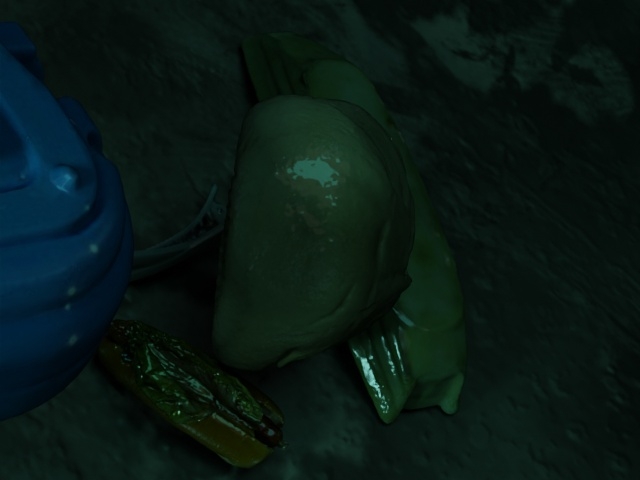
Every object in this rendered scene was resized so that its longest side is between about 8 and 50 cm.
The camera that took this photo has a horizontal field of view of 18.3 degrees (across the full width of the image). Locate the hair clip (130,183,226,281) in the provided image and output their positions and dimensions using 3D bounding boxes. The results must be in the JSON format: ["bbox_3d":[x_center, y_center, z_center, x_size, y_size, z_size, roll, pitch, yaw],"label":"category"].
[{"bbox_3d":[-0.091,-0.002,1.219,0.115,0.030,0.039,-24,54,-41],"label":"hair clip"}]

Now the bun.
[{"bbox_3d":[0.000,0.000,1.154,0.113,0.167,0.173,10,9,1],"label":"bun"}]

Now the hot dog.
[{"bbox_3d":[-0.074,0.085,1.157,0.133,0.041,0.056,34,48,-6],"label":"hot dog"}]

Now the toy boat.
[{"bbox_3d":[0.024,-0.025,1.281,0.093,0.055,0.293,-5,62,-35],"label":"toy boat"}]

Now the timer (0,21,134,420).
[{"bbox_3d":[-0.261,-0.054,0.903,0.309,0.115,0.340,-11,54,-43],"label":"timer"}]
